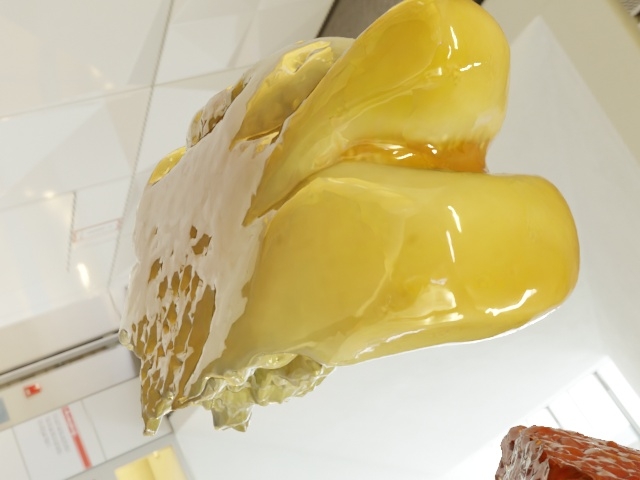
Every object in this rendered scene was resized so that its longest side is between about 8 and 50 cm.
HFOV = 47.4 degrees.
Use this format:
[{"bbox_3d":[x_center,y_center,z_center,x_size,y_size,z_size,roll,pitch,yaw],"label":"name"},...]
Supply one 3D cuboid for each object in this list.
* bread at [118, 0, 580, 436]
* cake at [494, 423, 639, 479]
[{"bbox_3d":[-0.022,-0.008,0.563,0.424,0.328,0.245,-10,-74,61],"label":"bread"},{"bbox_3d":[0.239,0.331,0.550,0.270,0.269,0.320,25,82,-77],"label":"cake"}]
